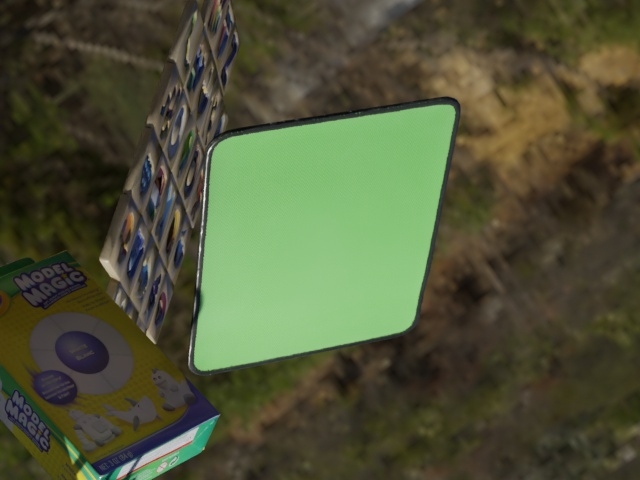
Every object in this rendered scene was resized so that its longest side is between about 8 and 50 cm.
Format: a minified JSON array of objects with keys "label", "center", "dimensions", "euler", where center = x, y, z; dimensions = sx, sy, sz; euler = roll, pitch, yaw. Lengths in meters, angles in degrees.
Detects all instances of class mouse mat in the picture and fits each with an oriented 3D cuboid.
[{"label":"mouse mat","center":[0.000,0.000,1.100],"dimensions":[0.153,0.189,0.007],"euler":[-10,-134,-20]}]

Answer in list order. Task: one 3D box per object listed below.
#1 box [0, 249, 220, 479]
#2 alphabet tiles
[{"label":"box","center":[-0.159,0.076,1.178],"dimensions":[0.105,0.179,0.043],"euler":[-25,150,-44]},{"label":"alphabet tiles","center":[-0.129,-0.050,1.636],"dimensions":[0.285,0.011,0.342],"euler":[81,25,-74]}]
